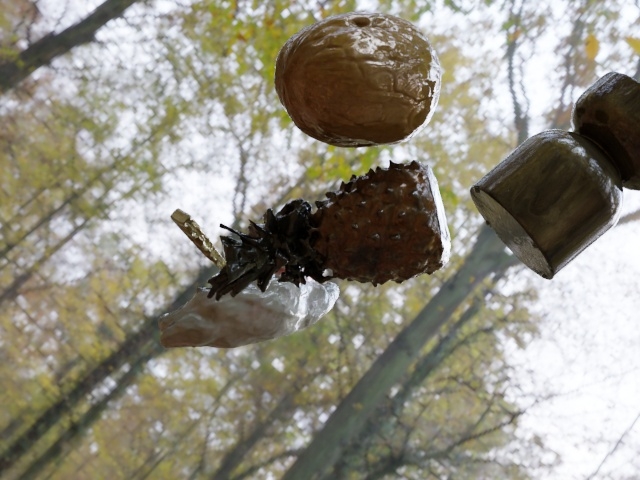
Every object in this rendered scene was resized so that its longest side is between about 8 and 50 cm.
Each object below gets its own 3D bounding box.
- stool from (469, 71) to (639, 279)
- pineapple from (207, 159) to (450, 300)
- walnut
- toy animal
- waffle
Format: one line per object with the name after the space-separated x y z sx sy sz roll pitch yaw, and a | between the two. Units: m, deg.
0.369 -0.092 1.429 0.179 0.264 0.179 50 -4 5 | stool
0.000 0.000 1.343 0.340 0.169 0.169 -14 -53 8 | pineapple
0.050 -0.209 1.316 0.193 0.226 0.193 17 -69 52 | walnut
-0.139 0.078 1.777 0.308 0.266 0.188 2 -61 11 | toy animal
-0.229 0.014 2.061 0.191 0.032 0.125 48 -12 -23 | waffle
